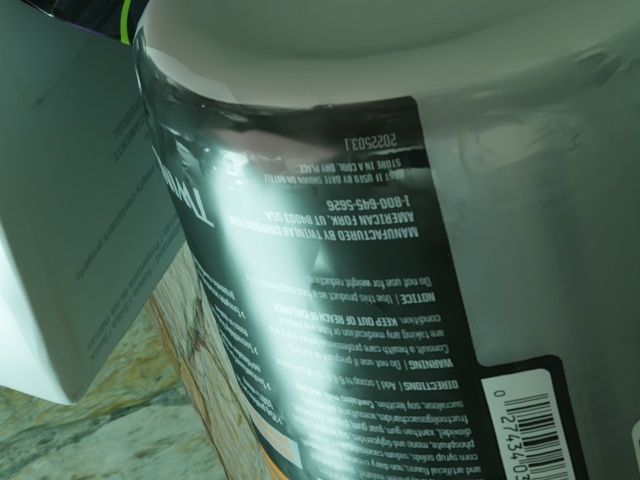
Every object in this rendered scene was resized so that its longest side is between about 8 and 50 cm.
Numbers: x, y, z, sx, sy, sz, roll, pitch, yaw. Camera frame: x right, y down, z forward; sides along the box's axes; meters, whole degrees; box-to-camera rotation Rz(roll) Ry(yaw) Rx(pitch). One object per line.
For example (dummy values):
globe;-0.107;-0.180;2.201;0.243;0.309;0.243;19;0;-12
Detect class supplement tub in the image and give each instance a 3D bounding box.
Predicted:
supplement tub;0.076;0.043;0.590;0.207;0.207;0.338;48;159;56

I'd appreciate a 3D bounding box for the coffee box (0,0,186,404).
coffee box;-0.203;-0.196;0.713;0.334;0.337;0.338;14;142;22

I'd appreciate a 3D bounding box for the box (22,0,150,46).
box;-0.022;-0.116;0.606;0.029;0.116;0.162;34;-167;38
